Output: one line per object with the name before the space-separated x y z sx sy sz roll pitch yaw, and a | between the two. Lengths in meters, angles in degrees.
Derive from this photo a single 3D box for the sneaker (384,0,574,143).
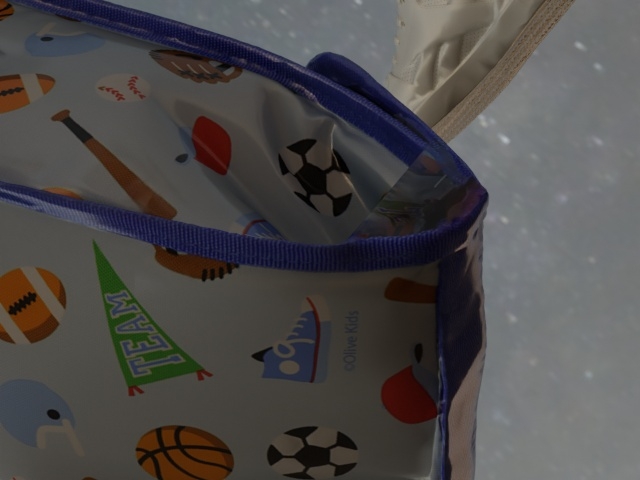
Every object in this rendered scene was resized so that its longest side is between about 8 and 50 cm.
sneaker | 0.095 -0.196 1.528 0.108 0.169 0.292 -26 -20 -53

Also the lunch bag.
lunch bag | -0.089 0.055 0.992 0.239 0.385 0.328 -47 -34 -45
